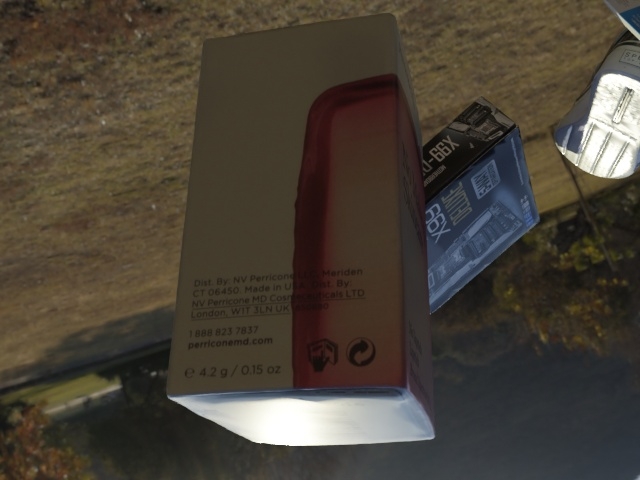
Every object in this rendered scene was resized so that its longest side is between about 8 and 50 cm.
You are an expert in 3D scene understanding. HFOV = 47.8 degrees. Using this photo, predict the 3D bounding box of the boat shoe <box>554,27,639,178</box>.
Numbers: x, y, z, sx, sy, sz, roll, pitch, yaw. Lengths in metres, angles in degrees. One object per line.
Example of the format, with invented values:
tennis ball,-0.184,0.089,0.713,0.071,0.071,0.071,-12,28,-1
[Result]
boat shoe,0.399,-0.178,0.933,0.119,0.121,0.335,-53,168,-6

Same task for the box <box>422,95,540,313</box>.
box,0.197,-0.036,1.077,0.242,0.076,0.307,-41,148,0

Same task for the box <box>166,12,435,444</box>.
box,0.000,0.000,0.457,0.126,0.232,0.148,-5,155,13

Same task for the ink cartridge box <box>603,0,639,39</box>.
ink cartridge box,0.341,-0.243,0.675,0.052,0.088,0.122,24,124,-41
